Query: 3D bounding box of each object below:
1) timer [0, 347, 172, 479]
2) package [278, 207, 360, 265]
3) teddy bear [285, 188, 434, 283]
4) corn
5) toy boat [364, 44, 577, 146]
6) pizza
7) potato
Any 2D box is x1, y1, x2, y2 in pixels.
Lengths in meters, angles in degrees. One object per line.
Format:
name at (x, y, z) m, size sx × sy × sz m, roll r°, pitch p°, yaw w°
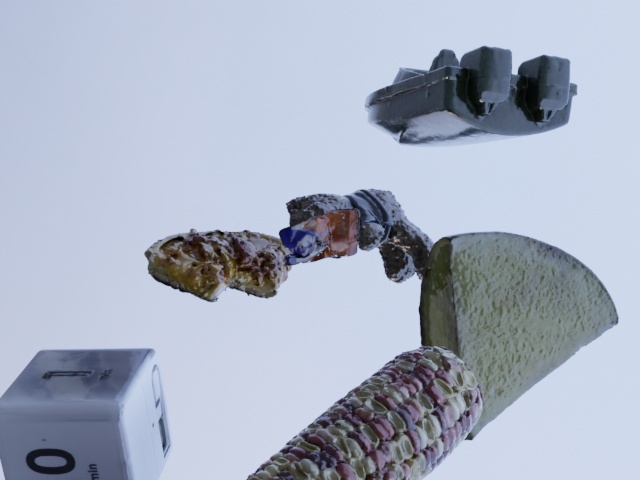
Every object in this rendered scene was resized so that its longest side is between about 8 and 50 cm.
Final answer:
timer at (-0.345, 0.283, 1.366) m, size 0.194 × 0.195 × 0.192 m, roll -75°, pitch 162°, yaw -68°
package at (-0.001, -0.001, 1.211) m, size 0.033 × 0.111 × 0.077 m, roll -143°, pitch -139°, yaw -64°
teddy bear at (0.071, -0.020, 1.418) m, size 0.182 × 0.251 × 0.129 m, roll -15°, pitch -121°, yaw 63°
corn at (0.022, 0.181, 0.729) m, size 0.098 × 0.290 × 0.098 m, roll 25°, pitch -49°, yaw 33°
toy boat at (0.132, -0.146, 0.976) m, size 0.319 × 0.141 × 0.092 m, roll -176°, pitch -90°, yaw -70°
pizza at (-0.157, 0.031, 1.559) m, size 0.161 × 0.305 × 0.085 m, roll 45°, pitch -59°, yaw 40°
potato at (0.275, 0.118, 1.266) m, size 0.112 × 0.255 × 0.269 m, roll 176°, pitch -90°, yaw -70°
